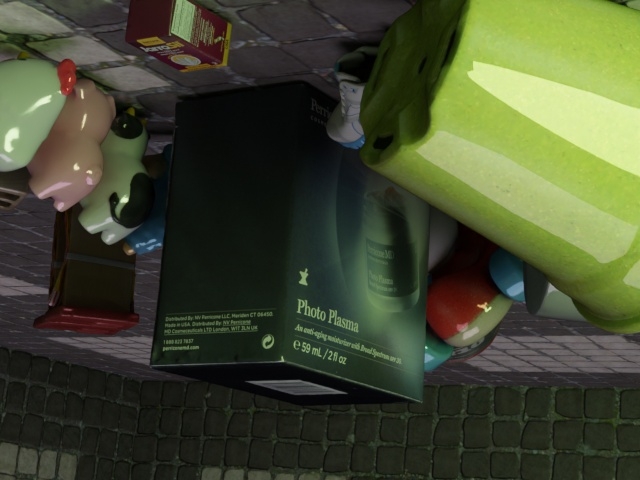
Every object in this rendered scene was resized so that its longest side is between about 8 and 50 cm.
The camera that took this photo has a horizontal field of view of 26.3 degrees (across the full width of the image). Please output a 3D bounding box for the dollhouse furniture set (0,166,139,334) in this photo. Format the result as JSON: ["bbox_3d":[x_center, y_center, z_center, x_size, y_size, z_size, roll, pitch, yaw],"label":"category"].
[{"bbox_3d":[-0.421,-0.001,1.799,0.374,0.201,0.152,10,166,-23],"label":"dollhouse furniture set"}]

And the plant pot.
[{"bbox_3d":[0.178,-0.096,1.098,0.253,0.276,0.276,22,163,-17],"label":"plant pot"}]

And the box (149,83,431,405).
[{"bbox_3d":[-0.020,0.017,1.512,0.182,0.294,0.296,-6,164,32],"label":"box"}]

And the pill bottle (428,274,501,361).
[{"bbox_3d":[0.185,0.083,2.028,0.161,0.161,0.283,3,167,10],"label":"pill bottle"}]

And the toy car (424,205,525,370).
[{"bbox_3d":[0.145,-0.002,1.724,0.238,0.210,0.219,43,128,-8],"label":"toy car"}]

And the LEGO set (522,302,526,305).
[{"bbox_3d":[0.382,0.048,1.961,0.093,0.087,0.227,30,156,-28],"label":"LEGO set"}]

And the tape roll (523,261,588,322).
[{"bbox_3d":[0.257,-0.027,1.382,0.072,0.219,0.219,5,167,1],"label":"tape roll"}]

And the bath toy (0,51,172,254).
[{"bbox_3d":[-0.250,-0.106,1.454,0.129,0.151,0.348,-37,154,7],"label":"bath toy"}]

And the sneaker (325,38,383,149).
[{"bbox_3d":[0.042,-0.148,1.305,0.082,0.071,0.190,17,155,-22],"label":"sneaker"}]

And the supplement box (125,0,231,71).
[{"bbox_3d":[-0.126,-0.186,1.227,0.055,0.043,0.083,-2,165,35],"label":"supplement box"}]
